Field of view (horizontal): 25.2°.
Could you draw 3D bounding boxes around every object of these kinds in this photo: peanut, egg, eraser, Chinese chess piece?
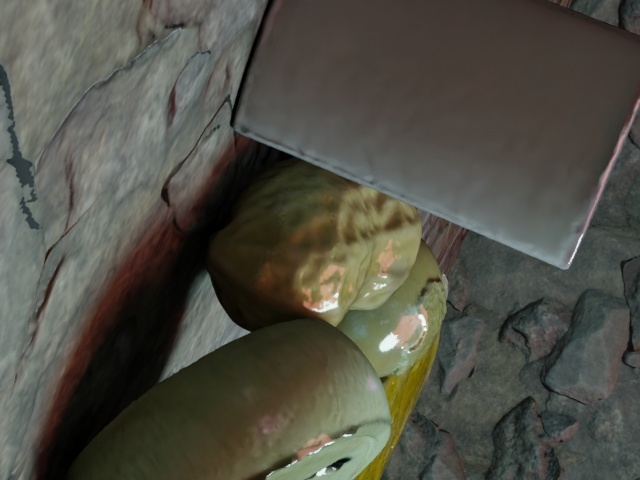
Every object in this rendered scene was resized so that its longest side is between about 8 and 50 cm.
[{"bbox_3d":[0.000,0.000,1.197,0.152,0.152,0.313,-69,167,15],"label":"peanut"},{"bbox_3d":[0.058,0.065,1.577,0.201,0.164,0.164,-61,169,-48],"label":"egg"},{"bbox_3d":[0.090,-0.110,1.041,0.174,0.270,0.095,-69,168,12],"label":"eraser"},{"bbox_3d":[-0.066,0.161,1.059,0.250,0.101,0.250,-30,162,-11],"label":"Chinese chess piece"}]

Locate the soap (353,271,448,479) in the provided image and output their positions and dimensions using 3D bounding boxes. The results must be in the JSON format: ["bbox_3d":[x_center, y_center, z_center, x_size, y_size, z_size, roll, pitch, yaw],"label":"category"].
[{"bbox_3d":[0.022,0.213,1.765,0.293,0.156,0.335,95,20,-49],"label":"soap"}]
